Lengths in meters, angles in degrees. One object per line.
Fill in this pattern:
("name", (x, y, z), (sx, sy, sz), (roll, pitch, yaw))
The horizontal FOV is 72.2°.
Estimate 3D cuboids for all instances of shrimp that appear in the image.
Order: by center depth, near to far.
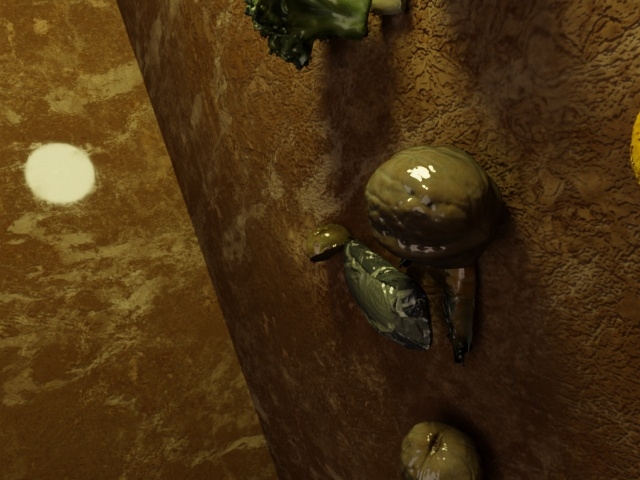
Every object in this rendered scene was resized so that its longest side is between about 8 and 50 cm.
("shrimp", (0.230, 0.105, 0.868), (0.198, 0.051, 0.262), (17, 118, 63))

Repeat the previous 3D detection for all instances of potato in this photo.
("potato", (0.000, 0.000, 1.131), (0.172, 0.100, 0.089), (-34, 72, 62))

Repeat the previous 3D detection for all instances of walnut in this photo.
("walnut", (0.182, -0.054, 0.707), (0.224, 0.224, 0.224), (35, 134, 46))
("walnut", (0.256, 0.492, 0.925), (0.178, 0.178, 0.230), (31, 137, 48))

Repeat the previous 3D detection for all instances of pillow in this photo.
("pillow", (0.132, 0.106, 0.939), (0.335, 0.092, 0.161), (-136, 37, -60))

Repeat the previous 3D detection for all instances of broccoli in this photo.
("broccoli", (-0.007, -0.460, 0.799), (0.288, 0.245, 0.248), (13, -81, -89))

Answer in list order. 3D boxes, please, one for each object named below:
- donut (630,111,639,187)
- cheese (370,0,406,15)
("donut", (0.417, -0.089, 0.393), (0.253, 0.118, 0.253), (174, 90, -69))
("cheese", (0.109, -0.579, 0.690), (0.085, 0.034, 0.400), (34, 133, 52))
